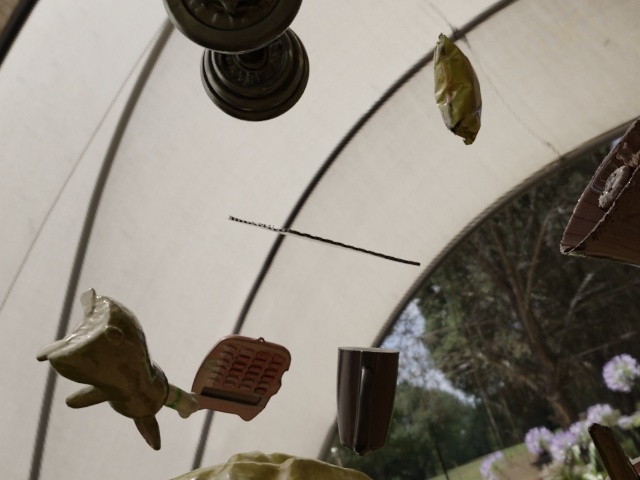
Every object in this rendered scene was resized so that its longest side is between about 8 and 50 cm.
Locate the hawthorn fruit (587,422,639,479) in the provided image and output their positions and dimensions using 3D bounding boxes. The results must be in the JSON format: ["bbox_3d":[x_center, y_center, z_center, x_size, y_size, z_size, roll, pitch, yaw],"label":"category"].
[{"bbox_3d":[0.283,0.290,0.583,0.285,0.368,0.284,-30,13,8],"label":"hawthorn fruit"}]

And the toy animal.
[{"bbox_3d":[-0.384,0.267,1.472,0.181,0.181,0.363,7,-43,23],"label":"toy animal"}]

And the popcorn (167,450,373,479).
[{"bbox_3d":[-0.042,0.241,0.455,0.266,0.233,0.192,4,-30,42],"label":"popcorn"}]

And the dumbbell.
[{"bbox_3d":[-0.105,-0.292,1.060,0.179,0.179,0.406,-17,-7,-2],"label":"dumbbell"}]

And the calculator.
[{"bbox_3d":[-0.201,0.340,1.911,0.220,0.048,0.329,17,-49,-17],"label":"calculator"}]

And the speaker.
[{"bbox_3d":[0.425,0.048,0.829,0.259,0.329,0.198,-52,-6,-9],"label":"speaker"}]

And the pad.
[{"bbox_3d":[0.000,0.000,1.330,0.269,0.012,0.270,15,0,-27],"label":"pad"}]

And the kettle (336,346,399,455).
[{"bbox_3d":[0.107,0.363,1.722,0.144,0.232,0.202,3,-5,-2],"label":"kettle"}]

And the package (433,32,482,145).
[{"bbox_3d":[0.294,-0.320,1.630,0.090,0.226,0.168,-11,-9,22],"label":"package"}]
